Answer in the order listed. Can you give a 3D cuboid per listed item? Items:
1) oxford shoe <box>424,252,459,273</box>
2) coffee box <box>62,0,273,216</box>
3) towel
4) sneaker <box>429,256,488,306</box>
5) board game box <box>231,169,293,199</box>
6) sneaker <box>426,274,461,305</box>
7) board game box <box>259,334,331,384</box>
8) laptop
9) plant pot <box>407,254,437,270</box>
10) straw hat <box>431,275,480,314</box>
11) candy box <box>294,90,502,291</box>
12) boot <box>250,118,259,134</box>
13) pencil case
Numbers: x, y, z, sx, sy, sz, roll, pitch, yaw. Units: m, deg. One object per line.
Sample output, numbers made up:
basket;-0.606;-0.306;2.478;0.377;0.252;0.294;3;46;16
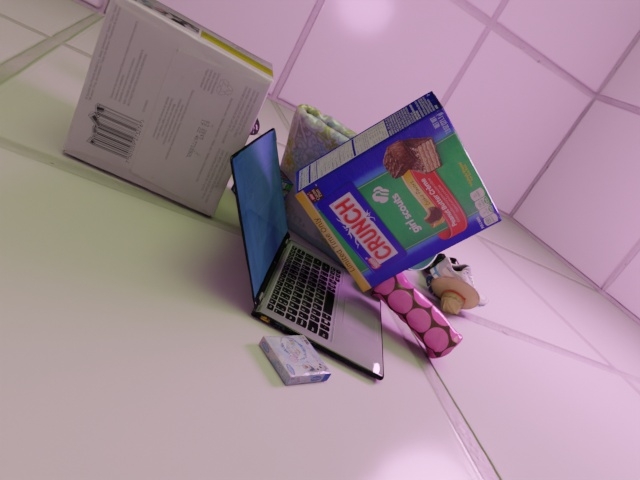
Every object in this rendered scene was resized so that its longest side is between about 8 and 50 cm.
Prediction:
oxford shoe;0.376;0.099;1.556;0.096;0.082;0.227;54;1;-10
coffee box;-0.327;-0.319;1.179;0.337;0.338;0.334;24;20;-16
towel;0.057;-0.104;1.236;0.374;0.321;0.090;35;41;14
sneaker;0.399;0.112;1.404;0.190;0.083;0.071;33;21;-13
board game box;-0.151;-0.135;1.283;0.035;0.136;0.201;14;24;-39
sneaker;0.358;0.147;1.466;0.135;0.052;0.058;39;10;3
board game box;-0.040;0.189;0.815;0.090;0.020;0.090;11;27;-45
laptop;0.000;0.000;1.016;0.407;0.237;0.382;29;20;-4
plant pot;0.190;-0.057;1.449;0.290;0.291;0.195;11;-11;-43
straw hat;0.353;0.165;1.364;0.144;0.144;0.061;31;60;2
candy box;0.148;-0.088;1.011;0.268;0.317;0.122;53;19;-24
boot;-0.317;-0.427;1.622;0.237;0.178;0.085;60;45;-34
pencil case;0.202;0.159;1.093;0.095;0.098;0.209;-35;79;-35
